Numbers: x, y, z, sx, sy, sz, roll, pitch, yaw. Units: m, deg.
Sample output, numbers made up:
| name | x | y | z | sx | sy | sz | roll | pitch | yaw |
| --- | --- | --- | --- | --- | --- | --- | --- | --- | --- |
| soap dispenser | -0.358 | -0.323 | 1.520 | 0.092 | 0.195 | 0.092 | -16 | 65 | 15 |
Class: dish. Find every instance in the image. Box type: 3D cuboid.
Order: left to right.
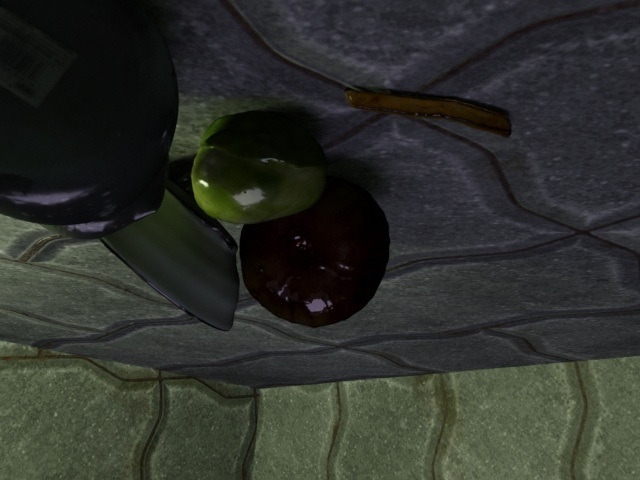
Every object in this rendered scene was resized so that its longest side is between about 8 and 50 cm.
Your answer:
| name | x | y | z | sx | sy | sz | roll | pitch | yaw |
| --- | --- | --- | --- | --- | --- | --- | --- | --- | --- |
| dish | -0.205 | -0.016 | 0.967 | 0.316 | 0.106 | 0.316 | 43 | 180 | 0 |

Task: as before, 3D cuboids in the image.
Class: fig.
| name | x | y | z | sx | sy | sz | roll | pitch | yaw |
| --- | --- | --- | --- | --- | --- | --- | --- | --- | --- |
| fig | 0.000 | 0.000 | 1.054 | 0.216 | 0.217 | 0.321 | 1 | -171 | 6 |

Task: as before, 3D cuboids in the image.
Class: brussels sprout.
| name | x | y | z | sx | sy | sz | roll | pitch | yaw |
| --- | --- | --- | --- | --- | --- | --- | --- | --- | --- |
| brussels sprout | -0.085 | -0.086 | 0.849 | 0.183 | 0.131 | 0.145 | -8 | 179 | 26 |

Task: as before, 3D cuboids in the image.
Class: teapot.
| name | x | y | z | sx | sy | sz | roll | pitch | yaw |
| --- | --- | --- | --- | --- | --- | --- | --- | --- | --- |
| teapot | -0.287 | -0.108 | 0.698 | 0.305 | 0.223 | 0.285 | 3 | 167 | -6 |

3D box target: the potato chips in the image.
| name | x | y | z | sx | sy | sz | roll | pitch | yaw |
| --- | --- | --- | --- | --- | --- | --- | --- | --- | --- |
| potato chips | 0.127 | -0.146 | 0.790 | 0.204 | 0.026 | 0.037 | 7 | 173 | -12 |
